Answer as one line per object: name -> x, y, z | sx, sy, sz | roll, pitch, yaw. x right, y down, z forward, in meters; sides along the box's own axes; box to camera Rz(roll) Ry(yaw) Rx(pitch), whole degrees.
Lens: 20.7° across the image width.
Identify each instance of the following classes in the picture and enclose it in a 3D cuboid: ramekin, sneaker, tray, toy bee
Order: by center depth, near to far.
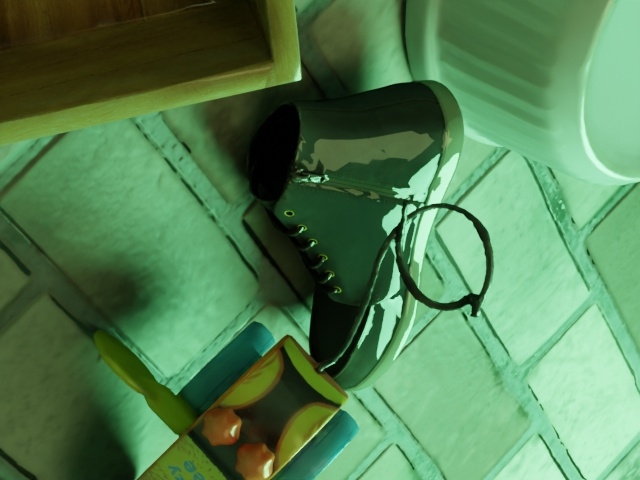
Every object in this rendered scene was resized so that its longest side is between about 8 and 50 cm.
tray -> -0.130, -0.226, 0.673 | 0.203, 0.076, 0.411 | -13, 132, -9
toy bee -> -0.050, 0.103, 1.006 | 0.162, 0.195, 0.298 | -38, 153, -62
sneaker -> 0.000, 0.000, 1.081 | 0.118, 0.083, 0.222 | -4, 124, -30
ramekin -> 0.191, -0.158, 1.094 | 0.273, 0.127, 0.273 | -27, 136, -29
